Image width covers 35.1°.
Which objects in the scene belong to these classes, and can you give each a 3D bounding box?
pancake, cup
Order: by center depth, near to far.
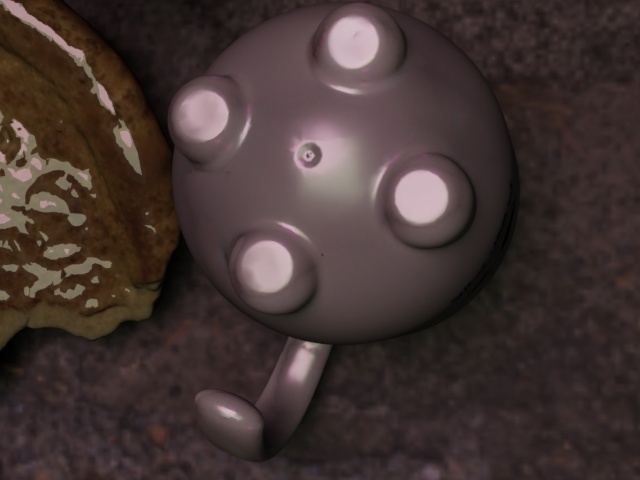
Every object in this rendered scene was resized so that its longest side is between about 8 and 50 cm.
[{"bbox_3d":[-0.005,-0.012,0.401,0.173,0.142,0.134,-40,81,8],"label":"cup"},{"bbox_3d":[-0.198,0.018,0.464,0.288,0.033,0.286,-13,99,7],"label":"pancake"}]
